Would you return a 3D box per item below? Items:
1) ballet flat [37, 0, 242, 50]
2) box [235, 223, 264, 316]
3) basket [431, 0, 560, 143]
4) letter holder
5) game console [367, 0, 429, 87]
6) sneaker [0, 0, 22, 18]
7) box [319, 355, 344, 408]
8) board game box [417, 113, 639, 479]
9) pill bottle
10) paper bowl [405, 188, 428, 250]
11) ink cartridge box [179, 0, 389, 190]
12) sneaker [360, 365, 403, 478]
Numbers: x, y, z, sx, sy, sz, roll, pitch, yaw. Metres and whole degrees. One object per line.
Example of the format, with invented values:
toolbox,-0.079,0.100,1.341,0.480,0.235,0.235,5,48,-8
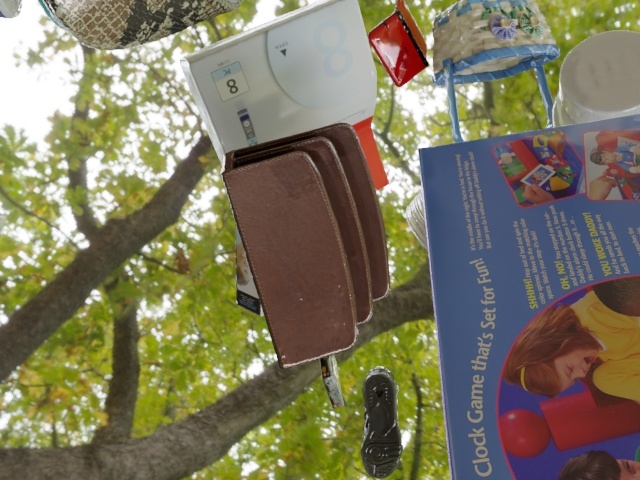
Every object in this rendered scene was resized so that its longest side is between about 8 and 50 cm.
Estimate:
ballet flat,-0.057,-0.320,0.557,0.181,0.164,0.483,6,-139,15
box,-0.092,-0.002,1.309,0.087,0.169,0.290,19,-66,41
basket,0.355,-0.348,1.254,0.254,0.289,0.201,-16,-173,-24
letter holder,0.000,0.000,0.904,0.214,0.302,0.152,-15,-161,-2
game console,0.167,-0.425,1.304,0.124,0.144,0.085,-38,-145,5
sneaker,-0.517,-0.448,0.796,0.182,0.316,0.127,-7,-176,-9
box,0.021,0.284,1.337,0.027,0.094,0.137,-16,-150,4
board game box,0.191,0.061,0.381,0.233,0.078,0.347,-7,-134,12
pill bottle,0.331,-0.128,0.702,0.121,0.221,0.121,-9,-116,19
paper bowl,0.366,-0.044,1.530,0.148,0.284,0.284,-54,-141,28
ink cartridge box,-0.032,-0.196,1.092,0.308,0.385,0.091,-28,-153,-14
sneaker,0.127,0.367,1.268,0.087,0.130,0.228,-3,-83,10
